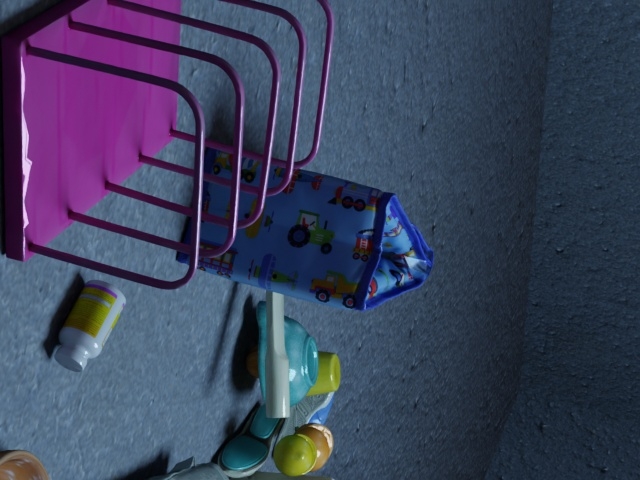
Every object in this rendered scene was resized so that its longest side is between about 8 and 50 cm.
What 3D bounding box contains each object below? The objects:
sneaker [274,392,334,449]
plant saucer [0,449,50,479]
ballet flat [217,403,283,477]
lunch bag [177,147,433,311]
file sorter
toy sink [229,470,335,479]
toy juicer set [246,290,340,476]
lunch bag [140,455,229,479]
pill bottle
[{"bbox_3d":[-0.013,0.261,2.239,0.152,0.058,0.084,-68,157,-11],"label":"sneaker"},{"bbox_3d":[-0.294,0.282,1.350,0.200,0.037,0.200,7,90,-75],"label":"plant saucer"},{"bbox_3d":[-0.090,0.277,2.017,0.168,0.057,0.052,-47,157,-57],"label":"ballet flat"},{"bbox_3d":[0.000,0.000,1.774,0.293,0.220,0.138,18,87,-73],"label":"lunch bag"},{"bbox_3d":[-0.124,-0.111,1.345,0.291,0.182,0.202,-49,150,-56],"label":"file sorter"},{"bbox_3d":[-0.029,0.423,2.063,0.234,0.152,0.131,64,36,-42],"label":"toy sink"},{"bbox_3d":[-0.055,0.189,1.955,0.329,0.089,0.209,62,29,-61],"label":"toy juicer set"},{"bbox_3d":[-0.154,0.397,1.690,0.235,0.168,0.287,-9,80,-68],"label":"lunch bag"},{"bbox_3d":[-0.219,0.081,1.444,0.043,0.043,0.083,80,30,-55],"label":"pill bottle"}]
